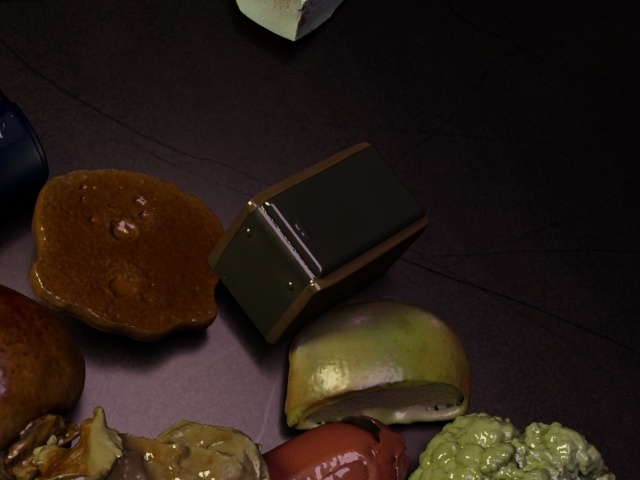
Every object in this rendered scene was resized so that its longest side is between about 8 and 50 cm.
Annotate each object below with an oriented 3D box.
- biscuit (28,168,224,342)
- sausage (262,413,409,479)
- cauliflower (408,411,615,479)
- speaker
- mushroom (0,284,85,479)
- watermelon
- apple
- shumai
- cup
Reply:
[{"bbox_3d":[-0.253,0.017,1.743,0.273,0.049,0.257,14,53,-22],"label":"biscuit"},{"bbox_3d":[-0.015,0.323,1.655,0.280,0.152,0.152,-26,76,-20],"label":"sausage"},{"bbox_3d":[0.252,0.334,1.651,0.281,0.260,0.327,10,28,-27],"label":"cauliflower"},{"bbox_3d":[0.000,0.000,1.750,0.231,0.192,0.153,-30,76,-36],"label":"speaker"},{"bbox_3d":[-0.415,0.170,1.610,0.283,0.195,0.263,49,32,-3],"label":"mushroom"},{"bbox_3d":[-0.033,-0.488,1.931,0.320,0.214,0.289,-42,91,-10],"label":"watermelon"},{"bbox_3d":[0.080,0.149,1.766,0.265,0.120,0.193,-1,57,-14],"label":"apple"},{"bbox_3d":[-0.238,0.341,1.503,0.262,0.267,0.314,20,94,-41],"label":"shumai"},{"bbox_3d":[-0.526,-0.112,1.713,0.256,0.178,0.255,-35,80,-24],"label":"cup"}]
